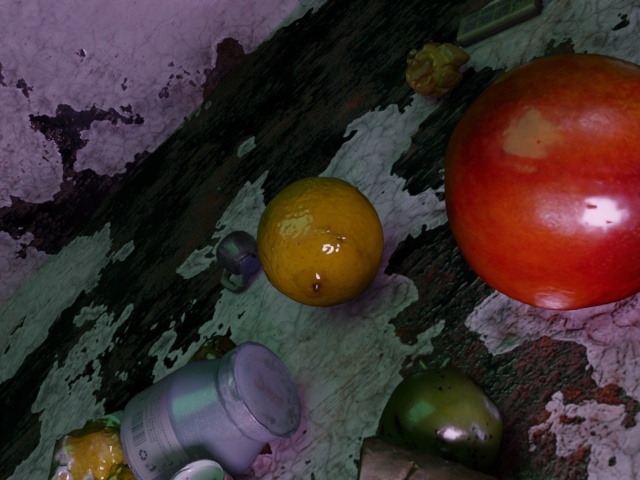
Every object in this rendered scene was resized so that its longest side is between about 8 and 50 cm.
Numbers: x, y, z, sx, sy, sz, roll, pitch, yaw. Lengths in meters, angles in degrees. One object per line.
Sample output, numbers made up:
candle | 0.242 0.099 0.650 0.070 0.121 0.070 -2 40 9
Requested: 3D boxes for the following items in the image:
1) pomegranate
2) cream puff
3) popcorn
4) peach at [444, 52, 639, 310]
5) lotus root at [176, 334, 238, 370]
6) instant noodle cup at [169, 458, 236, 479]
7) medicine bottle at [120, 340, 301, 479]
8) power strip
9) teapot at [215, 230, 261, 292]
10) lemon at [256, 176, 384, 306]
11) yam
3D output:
pomegranate | 0.181 0.267 1.065 0.181 0.181 0.224 -39 10 16
cream puff | -0.430 0.552 1.444 0.378 0.276 0.377 -168 90 -73
popcorn | 0.278 -0.416 1.692 0.148 0.152 0.167 -36 20 -34
peach | 0.376 -0.081 1.011 0.388 0.388 0.388 -31 36 26
lotus root | -0.269 0.296 1.653 0.191 0.094 0.108 -40 11 29
instant noodle cup | -0.180 0.480 1.210 0.169 0.184 0.168 -18 33 12
medicine bottle | -0.206 0.350 1.377 0.290 0.245 0.244 -32 36 22
power strip | 0.452 -0.555 1.712 0.268 0.034 0.092 -15 45 42
teapot | -0.215 0.056 1.819 0.149 0.111 0.108 -45 46 -4
lemon | 0.000 0.001 1.461 0.293 0.293 0.293 -31 36 26
yam | 0.164 0.362 0.888 0.268 0.161 0.161 14 62 18
